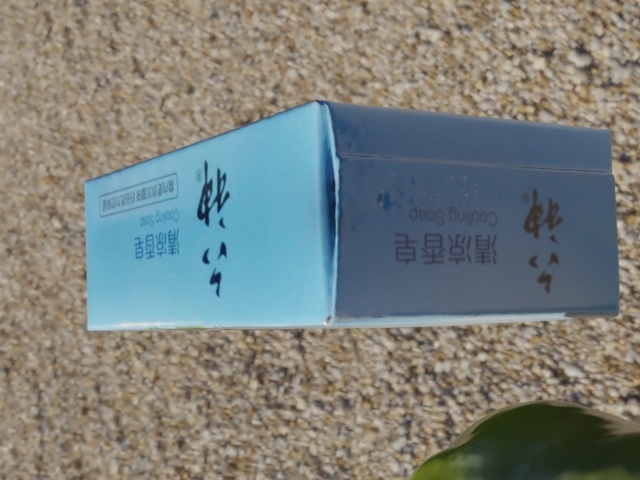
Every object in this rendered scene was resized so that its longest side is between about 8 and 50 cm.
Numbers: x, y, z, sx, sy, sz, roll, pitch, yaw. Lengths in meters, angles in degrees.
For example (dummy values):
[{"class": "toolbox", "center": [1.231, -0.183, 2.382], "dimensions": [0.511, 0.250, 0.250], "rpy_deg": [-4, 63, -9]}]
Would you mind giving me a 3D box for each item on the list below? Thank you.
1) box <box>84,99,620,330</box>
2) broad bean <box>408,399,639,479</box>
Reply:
[{"class": "box", "center": [0.000, 0.000, 0.493], "dimensions": [0.232, 0.143, 0.083], "rpy_deg": [-11, 81, 57]}, {"class": "broad bean", "center": [0.162, 0.138, 0.379], "dimensions": [0.291, 0.238, 0.119], "rpy_deg": [15, 63, 8]}]
